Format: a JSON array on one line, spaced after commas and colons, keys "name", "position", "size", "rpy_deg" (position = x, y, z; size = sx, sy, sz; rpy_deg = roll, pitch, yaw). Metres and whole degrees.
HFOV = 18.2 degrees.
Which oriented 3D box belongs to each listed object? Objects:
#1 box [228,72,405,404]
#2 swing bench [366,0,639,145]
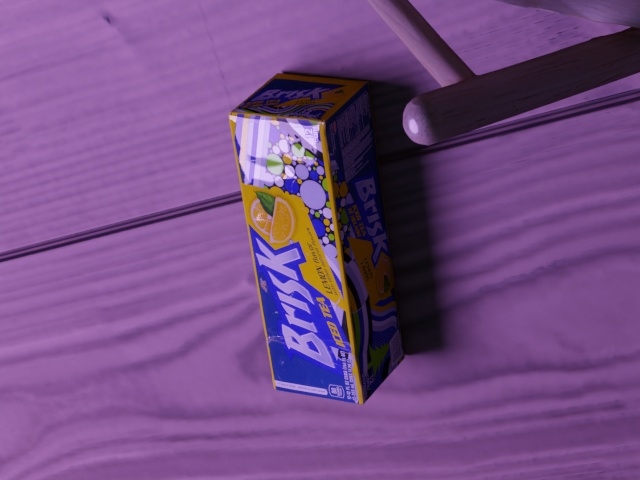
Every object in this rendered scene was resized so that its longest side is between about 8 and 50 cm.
[{"name": "box", "position": [0.000, 0.000, 1.057], "size": [0.059, 0.054, 0.169], "rpy_deg": [8, 120, 29]}, {"name": "swing bench", "position": [0.138, -0.188, 0.758], "size": [0.165, 0.254, 0.253], "rpy_deg": [56, 143, 45]}]
